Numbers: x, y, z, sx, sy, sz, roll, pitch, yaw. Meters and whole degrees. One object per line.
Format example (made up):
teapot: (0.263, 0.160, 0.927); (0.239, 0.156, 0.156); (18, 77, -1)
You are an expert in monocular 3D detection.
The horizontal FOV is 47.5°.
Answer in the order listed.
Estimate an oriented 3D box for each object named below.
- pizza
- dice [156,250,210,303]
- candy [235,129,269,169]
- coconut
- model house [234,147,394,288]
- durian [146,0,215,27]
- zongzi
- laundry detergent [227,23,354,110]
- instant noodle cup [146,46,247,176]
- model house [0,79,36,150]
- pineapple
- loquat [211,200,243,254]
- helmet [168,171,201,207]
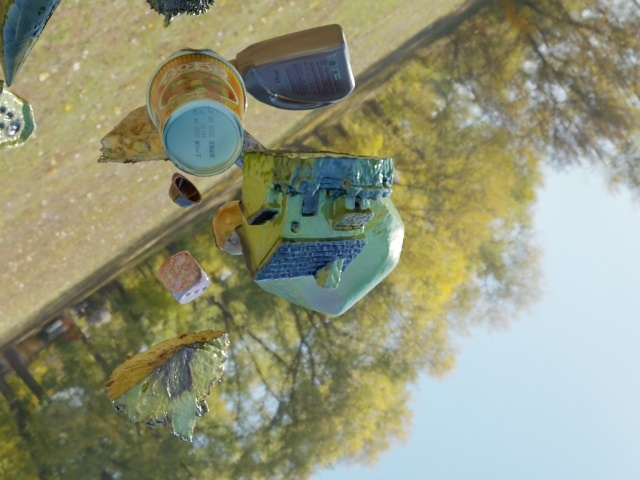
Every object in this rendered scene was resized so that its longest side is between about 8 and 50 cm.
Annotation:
pizza: (-0.357, -0.355, 1.946); (0.435, 0.080, 0.391); (2, -133, 26)
dice: (-0.316, 0.086, 1.684); (0.091, 0.094, 0.093); (-40, 168, -10)
candy: (-0.136, -0.183, 1.956); (0.061, 0.312, 0.088); (-28, -149, 43)
coconut: (0.000, 0.000, 1.483); (0.329, 0.328, 0.281); (-35, 171, 11)
model house: (-0.014, -0.026, 1.063); (0.194, 0.211, 0.170); (-4, -166, -43)
durian: (-0.345, -0.642, 1.823); (0.237, 0.194, 0.138); (-69, -156, 17)
zongzi: (-0.398, -0.334, 1.032); (0.205, 0.204, 0.094); (-3, -179, 31)
laundry detergent: (-0.059, -0.290, 1.308); (0.237, 0.076, 0.171); (-13, 148, 7)
instant noodle cup: (-0.180, -0.185, 1.093); (0.168, 0.168, 0.185); (-35, -150, 7)
model house: (-0.862, -0.348, 1.893); (0.174, 0.194, 0.234); (-60, 167, 0)
pineapple: (-0.267, 0.260, 1.276); (0.140, 0.164, 0.250); (3, -149, 43)
loquat: (-0.213, -0.032, 1.877); (0.141, 0.141, 0.141); (-36, -174, 4)
helmet: (-0.391, -0.132, 2.034); (0.057, 0.111, 0.089); (-35, -160, 26)
